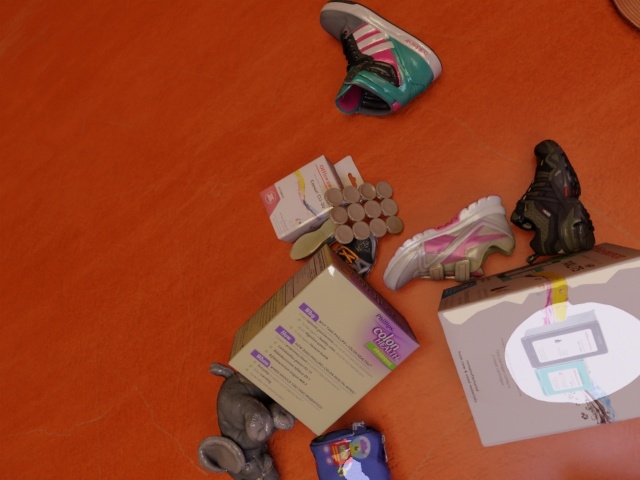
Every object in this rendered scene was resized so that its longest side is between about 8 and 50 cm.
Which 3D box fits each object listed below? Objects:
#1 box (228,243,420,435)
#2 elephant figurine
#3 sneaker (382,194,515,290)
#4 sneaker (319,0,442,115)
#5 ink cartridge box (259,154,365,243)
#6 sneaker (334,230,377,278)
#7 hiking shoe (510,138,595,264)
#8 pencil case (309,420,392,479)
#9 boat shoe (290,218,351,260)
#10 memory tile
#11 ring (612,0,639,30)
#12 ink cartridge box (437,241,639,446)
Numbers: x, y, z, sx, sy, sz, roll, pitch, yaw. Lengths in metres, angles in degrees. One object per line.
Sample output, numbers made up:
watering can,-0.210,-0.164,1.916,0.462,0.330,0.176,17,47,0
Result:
box,0.003,0.171,0.815,0.213,0.117,0.243,43,100,-14
elephant figurine,-0.143,0.382,0.876,0.186,0.169,0.239,45,116,51
sneaker,0.228,0.028,0.815,0.252,0.103,0.111,-33,69,14
sneaker,0.074,-0.352,0.942,0.295,0.124,0.178,39,86,22
ink cartridge box,-0.012,-0.092,0.950,0.198,0.067,0.115,-29,71,13
sneaker,0.034,0.062,0.896,0.084,0.083,0.215,35,92,25
hiking shoe,0.364,-0.072,0.769,0.114,0.086,0.227,-23,44,34
pencil case,0.082,0.464,0.782,0.133,0.119,0.306,-15,73,-7
boat shoe,0.000,0.000,0.941,0.137,0.043,0.049,-37,56,11
memory tile,0.083,-0.056,0.888,0.148,0.012,0.113,-10,76,-22
ring,0.669,-0.472,0.776,0.337,0.032,0.336,-4,80,21
ink cartridge box,0.337,0.140,0.680,0.270,0.198,0.197,-19,88,17
